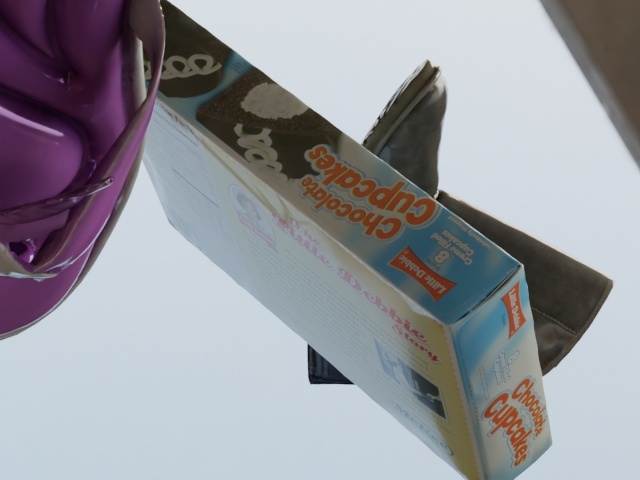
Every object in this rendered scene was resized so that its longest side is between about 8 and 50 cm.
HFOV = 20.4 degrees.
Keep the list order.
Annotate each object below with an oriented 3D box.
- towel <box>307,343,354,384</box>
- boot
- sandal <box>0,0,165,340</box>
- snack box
[{"bbox_3d":[0.047,0.111,1.745,0.119,0.029,0.067,2,-116,-6],"label":"towel"},{"bbox_3d":[0.116,-0.011,1.276,0.076,0.208,0.189,-54,175,-47],"label":"boot"},{"bbox_3d":[-0.125,-0.059,0.699,0.169,0.416,0.102,-13,-123,-24],"label":"sandal"},{"bbox_3d":[0.000,0.000,1.072,0.060,0.187,0.322,-40,-125,-16],"label":"snack box"}]
